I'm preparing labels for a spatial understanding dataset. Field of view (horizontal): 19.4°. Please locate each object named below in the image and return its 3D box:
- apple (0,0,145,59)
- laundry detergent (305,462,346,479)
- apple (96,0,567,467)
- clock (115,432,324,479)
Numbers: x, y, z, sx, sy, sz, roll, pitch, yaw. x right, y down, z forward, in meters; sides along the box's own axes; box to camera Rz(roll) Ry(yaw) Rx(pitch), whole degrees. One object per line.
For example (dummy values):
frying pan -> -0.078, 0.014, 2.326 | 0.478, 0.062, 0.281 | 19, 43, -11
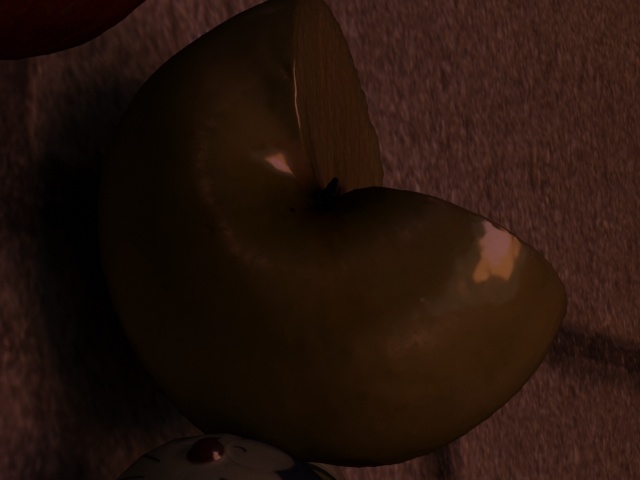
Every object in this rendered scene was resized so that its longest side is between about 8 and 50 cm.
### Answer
apple -> -0.181, -0.227, 0.847 | 0.301, 0.301, 0.301 | 24, 62, -59
laundry detergent -> -0.009, 0.242, 1.243 | 0.225, 0.070, 0.099 | -91, 169, -58
apple -> -0.013, 0.016, 1.171 | 0.295, 0.233, 0.258 | 54, -9, 16
clock -> -0.084, 0.217, 1.043 | 0.243, 0.199, 0.146 | -52, 145, -24
